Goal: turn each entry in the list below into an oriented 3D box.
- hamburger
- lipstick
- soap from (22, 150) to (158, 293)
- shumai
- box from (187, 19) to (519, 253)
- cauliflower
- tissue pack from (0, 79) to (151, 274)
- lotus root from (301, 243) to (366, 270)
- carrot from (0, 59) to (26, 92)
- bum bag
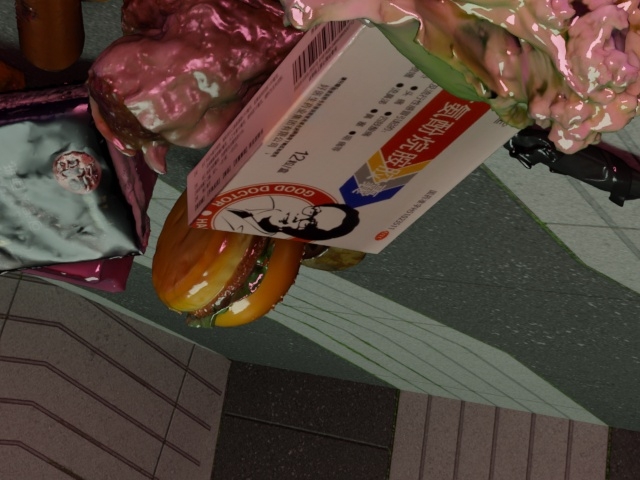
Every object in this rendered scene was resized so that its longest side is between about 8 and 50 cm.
[{"bbox_3d":[-0.119,0.019,1.927,0.170,0.246,0.246,25,165,-27],"label":"hamburger"},{"bbox_3d":[-0.251,-0.251,1.242,0.077,0.077,0.418,17,163,-4],"label":"lipstick"},{"bbox_3d":[-0.423,-0.075,1.920,0.359,0.233,0.128,12,170,17],"label":"soap"},{"bbox_3d":[-0.108,-0.146,1.307,0.218,0.185,0.184,16,168,4],"label":"shumai"},{"bbox_3d":[0.044,-0.100,1.222,0.214,0.069,0.353,9,151,-27],"label":"box"},{"bbox_3d":[0.085,-0.164,0.777,0.239,0.256,0.315,-28,172,41],"label":"cauliflower"},{"bbox_3d":[-0.398,-0.069,1.735,0.332,0.123,0.245,-6,121,11],"label":"tissue pack"},{"bbox_3d":[0.003,-0.001,2.026,0.135,0.095,0.159,23,172,-41],"label":"lotus root"},{"bbox_3d":[-0.476,-0.235,1.687,0.070,0.070,0.260,4,165,44],"label":"carrot"},{"bbox_3d":[0.273,-0.077,1.438,0.198,0.049,0.087,21,172,-22],"label":"bum bag"}]
